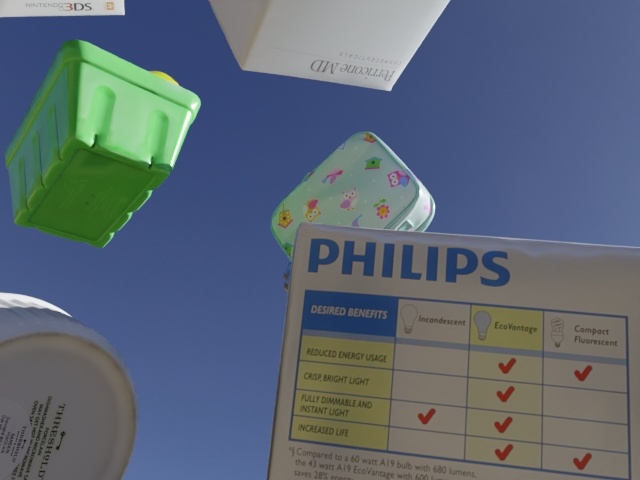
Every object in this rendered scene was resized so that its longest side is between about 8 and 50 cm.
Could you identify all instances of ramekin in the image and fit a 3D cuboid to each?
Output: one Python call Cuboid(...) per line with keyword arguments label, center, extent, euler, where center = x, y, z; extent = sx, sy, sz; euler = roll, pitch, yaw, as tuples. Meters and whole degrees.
Cuboid(label="ramekin", center=(-0.243, 0.147, 0.453), extent=(0.109, 0.207, 0.207), euler=(0, -43, 42))

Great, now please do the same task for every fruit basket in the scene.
Cuboid(label="fruit basket", center=(-0.396, -0.215, 1.100), extent=(0.282, 0.393, 0.392), euler=(20, -37, -35))

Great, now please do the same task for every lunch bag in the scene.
Cuboid(label="lunch bag", center=(0.055, -0.038, 1.069), extent=(0.279, 0.224, 0.108), euler=(-44, -32, 10))

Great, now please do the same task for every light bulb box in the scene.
Cuboid(label="light bulb box", center=(0.145, 0.196, 0.509), extent=(0.357, 0.362, 0.225), euler=(4, -15, 8))

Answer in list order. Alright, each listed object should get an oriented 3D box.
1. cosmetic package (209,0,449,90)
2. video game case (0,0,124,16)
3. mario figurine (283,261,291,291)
Cuboid(label="cosmetic package", center=(0.057, -0.345, 0.553), extent=(0.217, 0.156, 0.385), euler=(-5, -36, -34))
Cuboid(label="video game case", center=(-0.419, -0.473, 0.914), extent=(0.042, 0.210, 0.232), euler=(43, -45, 39))
Cuboid(label="mario figurine", center=(0.000, 0.000, 1.640), extent=(0.198, 0.170, 0.321), euler=(37, -60, 40))
